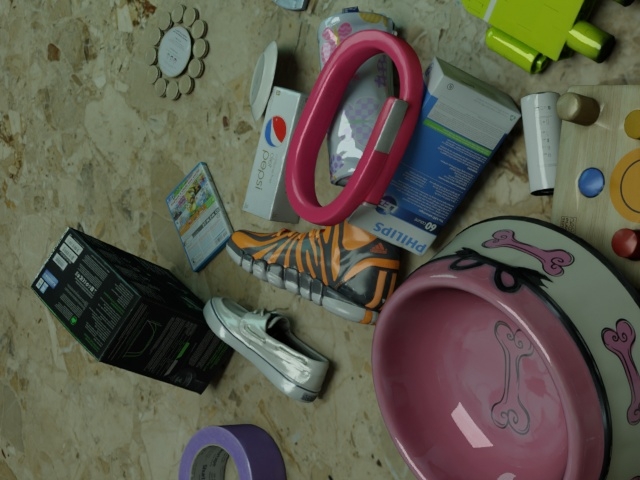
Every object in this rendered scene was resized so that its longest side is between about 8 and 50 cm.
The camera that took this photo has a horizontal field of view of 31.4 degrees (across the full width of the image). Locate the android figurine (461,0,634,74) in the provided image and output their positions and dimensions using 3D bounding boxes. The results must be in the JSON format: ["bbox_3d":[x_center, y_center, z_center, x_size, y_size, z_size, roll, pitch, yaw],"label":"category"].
[{"bbox_3d":[0.294,-0.356,1.540,0.273,0.056,0.248,35,124,28],"label":"android figurine"}]

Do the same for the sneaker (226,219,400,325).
[{"bbox_3d":[0.000,0.000,1.799,0.321,0.124,0.180,22,97,32],"label":"sneaker"}]

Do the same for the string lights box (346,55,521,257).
[{"bbox_3d":[0.154,-0.115,1.626,0.260,0.133,0.077,-57,21,24],"label":"string lights box"}]

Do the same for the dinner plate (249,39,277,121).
[{"bbox_3d":[-0.101,-0.272,1.931,0.141,0.017,0.141,-168,90,-76],"label":"dinner plate"}]

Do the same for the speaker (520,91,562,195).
[{"bbox_3d":[0.306,-0.130,1.546,0.055,0.055,0.136,-14,77,42],"label":"speaker"}]

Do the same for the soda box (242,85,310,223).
[{"bbox_3d":[-0.058,-0.141,1.889,0.074,0.069,0.216,22,102,43],"label":"soda box"}]

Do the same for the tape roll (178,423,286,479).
[{"bbox_3d":[-0.150,0.405,1.913,0.189,0.080,0.189,-5,83,43],"label":"tape roll"}]

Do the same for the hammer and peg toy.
[{"bbox_3d":[0.389,-0.013,1.403,0.266,0.127,0.361,8,92,44],"label":"hammer and peg toy"}]

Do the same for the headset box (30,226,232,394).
[{"bbox_3d":[-0.312,0.125,1.969,0.246,0.283,0.131,38,96,38],"label":"headset box"}]

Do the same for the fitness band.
[{"bbox_3d":[0.045,-0.158,1.620,0.209,0.054,0.291,43,112,52],"label":"fitness band"}]

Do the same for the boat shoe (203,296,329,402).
[{"bbox_3d":[-0.088,0.157,1.871,0.267,0.096,0.088,40,109,38],"label":"boat shoe"}]

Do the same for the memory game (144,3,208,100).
[{"bbox_3d":[-0.275,-0.357,2.158,0.186,0.012,0.186,-6,81,44],"label":"memory game"}]

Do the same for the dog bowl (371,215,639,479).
[{"bbox_3d":[0.230,0.184,1.432,0.408,0.150,0.408,25,124,44],"label":"dog bowl"}]

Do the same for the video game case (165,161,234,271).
[{"bbox_3d":[-0.221,-0.043,2.072,0.119,0.015,0.166,-43,59,33],"label":"video game case"}]

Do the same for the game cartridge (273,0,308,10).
[{"bbox_3d":[-0.049,-0.423,1.946,0.083,0.017,0.056,28,102,42],"label":"game cartridge"}]

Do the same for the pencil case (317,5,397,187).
[{"bbox_3d":[0.065,-0.214,1.749,0.124,0.113,0.273,-4,79,0],"label":"pencil case"}]
